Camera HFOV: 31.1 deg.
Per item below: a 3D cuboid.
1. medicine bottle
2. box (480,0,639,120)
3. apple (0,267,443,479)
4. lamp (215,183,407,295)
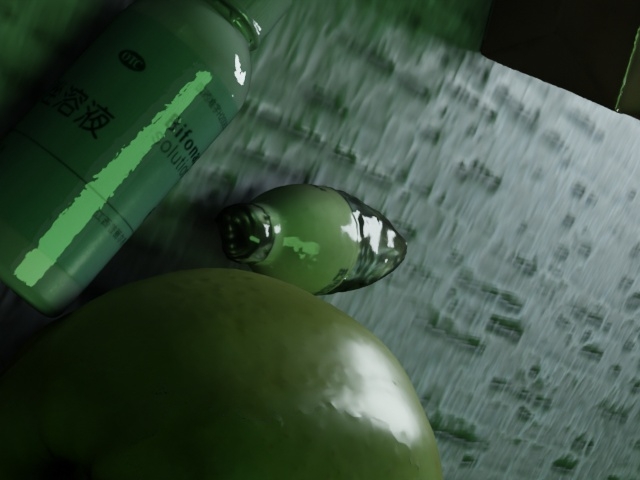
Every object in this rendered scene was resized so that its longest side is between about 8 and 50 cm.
[{"bbox_3d":[-0.115,-0.110,0.820,0.352,0.110,0.110,-50,139,-12],"label":"medicine bottle"},{"bbox_3d":[0.259,-0.239,1.062,0.086,0.215,0.215,0,114,-32],"label":"box"},{"bbox_3d":[-0.089,0.196,0.852,0.357,0.357,0.357,-25,129,-35],"label":"apple"},{"bbox_3d":[0.000,0.000,1.022,0.250,0.101,0.101,4,110,-53],"label":"lamp"}]
